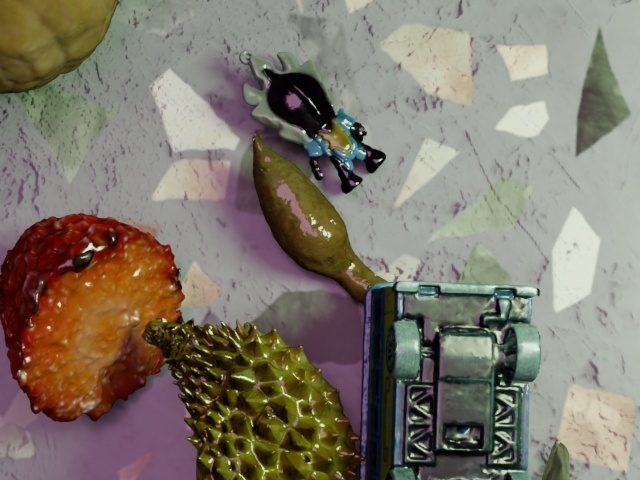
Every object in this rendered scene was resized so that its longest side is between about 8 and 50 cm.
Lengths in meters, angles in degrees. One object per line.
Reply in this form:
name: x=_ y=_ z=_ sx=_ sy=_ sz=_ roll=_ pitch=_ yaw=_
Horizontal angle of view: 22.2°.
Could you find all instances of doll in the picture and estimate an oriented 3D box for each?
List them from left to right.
doll: x=-0.016 y=-0.138 z=1.774 sx=0.195 sy=0.070 sz=0.096 roll=45 pitch=70 yaw=2

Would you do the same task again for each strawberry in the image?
strawberry: x=-0.272 y=0.062 z=1.701 sx=0.178 sy=0.234 sz=0.234 roll=28 pitch=82 yaw=35

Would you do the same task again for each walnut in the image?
walnut: x=-0.361 y=-0.283 z=1.725 sx=0.296 sy=0.285 sz=0.285 roll=8 pitch=81 yaw=-1

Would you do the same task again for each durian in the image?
durian: x=-0.065 y=0.196 z=1.655 sx=0.172 sy=0.166 sz=0.306 roll=-33 pitch=93 yaw=-15

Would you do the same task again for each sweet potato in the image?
sweet potato: x=0.000 y=0.003 z=1.750 sx=0.075 sy=0.075 sz=0.269 roll=-41 pitch=91 yaw=-4

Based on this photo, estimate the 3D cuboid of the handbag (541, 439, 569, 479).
handbag: x=0.328 y=0.314 z=1.651 sx=0.270 sy=0.117 sz=0.182 roll=12 pitch=95 yaw=6

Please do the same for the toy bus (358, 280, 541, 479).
toy bus: x=0.125 y=0.195 z=1.632 sx=0.152 sy=0.190 sz=0.312 roll=2 pitch=86 yaw=-9
